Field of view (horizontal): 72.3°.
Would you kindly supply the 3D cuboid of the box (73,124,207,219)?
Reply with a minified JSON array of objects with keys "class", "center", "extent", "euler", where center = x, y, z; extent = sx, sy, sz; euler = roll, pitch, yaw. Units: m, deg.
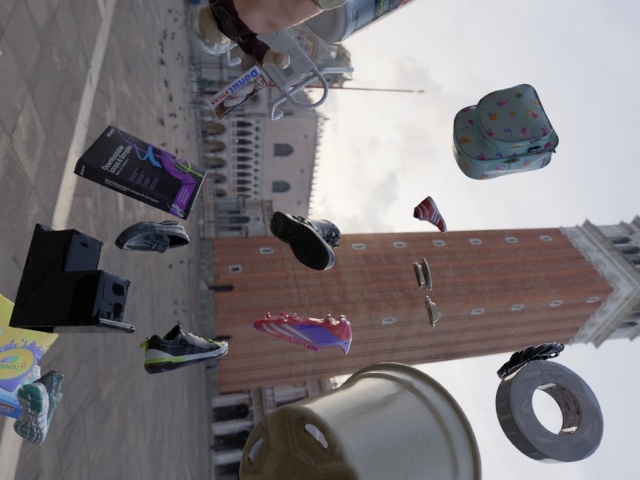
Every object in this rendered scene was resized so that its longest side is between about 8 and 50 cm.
[{"class":"box","center":[-0.262,-0.104,0.660],"extent":[0.029,0.162,0.116],"euler":[-55,-159,33]}]

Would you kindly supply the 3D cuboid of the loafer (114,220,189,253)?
[{"class":"loafer","center":[-0.425,-0.005,1.133],"extent":[0.076,0.078,0.223],"euler":[-50,168,20]}]

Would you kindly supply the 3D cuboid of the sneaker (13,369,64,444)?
[{"class":"sneaker","center":[-0.507,0.306,0.806],"extent":[0.166,0.065,0.076],"euler":[-62,179,27]}]

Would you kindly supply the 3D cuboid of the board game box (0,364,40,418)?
[{"class":"board game box","center":[-0.822,0.365,1.136],"extent":[0.160,0.047,0.210],"euler":[55,-6,40]}]

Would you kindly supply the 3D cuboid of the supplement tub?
[{"class":"supplement tub","center":[0.117,-0.554,0.860],"extent":[0.207,0.338,0.207],"euler":[52,-13,17]}]

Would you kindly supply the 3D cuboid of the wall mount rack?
[{"class":"wall mount rack","center":[-0.077,-0.501,1.199],"extent":[0.350,0.304,0.130],"euler":[52,-12,4]}]

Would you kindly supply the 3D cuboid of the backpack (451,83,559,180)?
[{"class":"backpack","center":[0.367,-0.217,0.900],"extent":[0.144,0.189,0.165],"euler":[44,33,-63]}]

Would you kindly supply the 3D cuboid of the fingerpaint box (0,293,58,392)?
[{"class":"fingerpaint box","center":[-0.814,0.103,0.863],"extent":[0.444,0.372,0.163],"euler":[90,24,-58]}]

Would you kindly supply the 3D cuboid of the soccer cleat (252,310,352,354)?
[{"class":"soccer cleat","center":[-0.046,0.231,1.086],"extent":[0.083,0.248,0.094],"euler":[-54,146,-88]}]

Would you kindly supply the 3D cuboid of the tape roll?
[{"class":"tape roll","center":[0.523,0.391,1.008],"extent":[0.072,0.220,0.219],"euler":[105,-22,-59]}]

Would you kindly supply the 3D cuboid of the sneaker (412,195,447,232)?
[{"class":"sneaker","center":[0.294,-0.057,1.190],"extent":[0.118,0.067,0.042],"euler":[56,-3,-22]}]

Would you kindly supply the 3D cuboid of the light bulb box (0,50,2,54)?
[{"class":"light bulb box","center":[-0.923,-0.345,0.882],"extent":[0.360,0.358,0.225],"euler":[-59,153,-3]}]

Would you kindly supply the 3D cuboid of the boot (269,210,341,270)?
[{"class":"boot","center":[0.000,-0.002,1.117],"extent":[0.236,0.179,0.085],"euler":[38,-67,41]}]

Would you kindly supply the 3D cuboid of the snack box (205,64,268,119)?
[{"class":"snack box","center":[-0.241,-0.427,1.269],"extent":[0.064,0.178,0.022],"euler":[54,-6,-25]}]

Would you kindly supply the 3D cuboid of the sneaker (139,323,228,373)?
[{"class":"sneaker","center":[-0.308,0.241,1.024],"extent":[0.235,0.084,0.097],"euler":[4,71,-60]}]

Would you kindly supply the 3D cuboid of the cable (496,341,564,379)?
[{"class":"cable","center":[0.537,0.302,1.129],"extent":[0.150,0.185,0.047],"euler":[51,13,-50]}]

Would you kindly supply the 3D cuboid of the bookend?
[{"class":"bookend","center":[-0.348,0.054,0.643],"extent":[0.072,0.157,0.157],"euler":[48,40,-64]}]

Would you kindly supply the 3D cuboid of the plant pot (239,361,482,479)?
[{"class":"plant pot","center":[0.050,0.379,0.727],"extent":[0.334,0.306,0.333],"euler":[-10,-107,36]}]

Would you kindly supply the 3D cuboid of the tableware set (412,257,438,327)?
[{"class":"tableware set","center":[0.218,0.109,0.904],"extent":[0.169,0.020,0.140],"euler":[41,38,-79]}]

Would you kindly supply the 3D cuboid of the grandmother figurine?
[{"class":"grandmother figurine","center":[-0.114,-0.389,0.739],"extent":[0.343,0.104,0.207],"euler":[6,-53,43]}]
